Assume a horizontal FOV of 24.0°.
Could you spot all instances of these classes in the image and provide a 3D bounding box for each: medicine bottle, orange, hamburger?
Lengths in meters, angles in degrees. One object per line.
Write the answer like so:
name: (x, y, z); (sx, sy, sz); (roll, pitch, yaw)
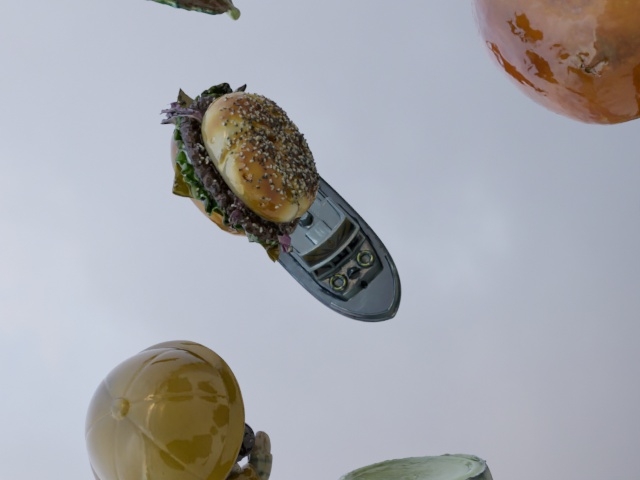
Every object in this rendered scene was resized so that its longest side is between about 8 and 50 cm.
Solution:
medicine bottle: (0.089, 0.273, 1.334); (0.147, 0.147, 0.143); (-15, -81, -68)
orange: (0.296, -0.260, 1.541); (0.226, 0.284, 0.283); (47, -126, -74)
hamburger: (-0.069, -0.078, 1.429); (0.164, 0.093, 0.189); (27, -143, -45)

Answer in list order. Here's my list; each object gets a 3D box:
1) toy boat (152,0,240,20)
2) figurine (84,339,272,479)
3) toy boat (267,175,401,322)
toy boat: (-0.226, -0.346, 1.831); (0.099, 0.293, 0.108); (132, 159, -72)
figurine: (-0.146, 0.231, 1.591); (0.167, 0.192, 0.256); (-80, -29, -51)
toy boat: (-0.002, -0.002, 1.858); (0.114, 0.296, 0.122); (-41, -32, -4)
